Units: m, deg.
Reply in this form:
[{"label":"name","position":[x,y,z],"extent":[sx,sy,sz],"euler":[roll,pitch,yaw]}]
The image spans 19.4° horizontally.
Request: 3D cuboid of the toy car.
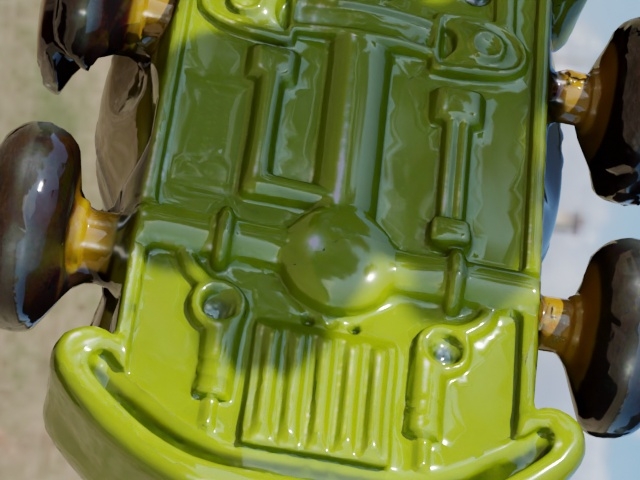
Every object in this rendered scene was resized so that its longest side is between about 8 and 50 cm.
[{"label":"toy car","position":[0.000,0.000,0.580],"extent":[0.142,0.200,0.247],"euler":[110,-7,-56]}]
